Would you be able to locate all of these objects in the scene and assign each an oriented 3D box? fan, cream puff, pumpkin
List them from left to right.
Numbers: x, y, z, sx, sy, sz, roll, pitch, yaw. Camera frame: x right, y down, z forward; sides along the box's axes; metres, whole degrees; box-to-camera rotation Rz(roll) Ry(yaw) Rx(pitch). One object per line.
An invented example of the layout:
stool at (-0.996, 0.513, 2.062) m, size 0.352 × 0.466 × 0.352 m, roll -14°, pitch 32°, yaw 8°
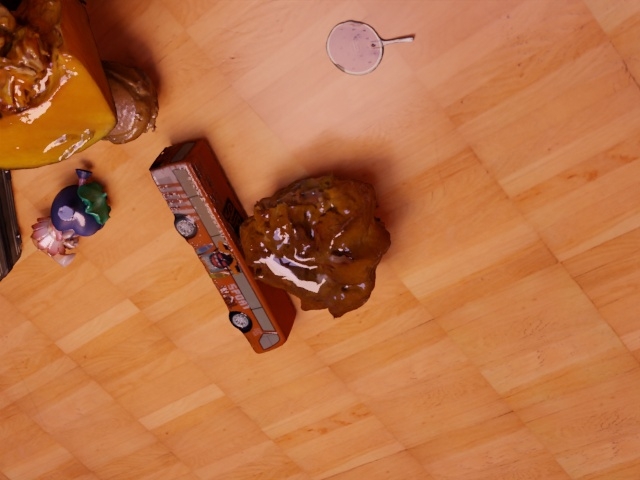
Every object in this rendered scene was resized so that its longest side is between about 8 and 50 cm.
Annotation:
pumpkin at (-0.441, -0.241, 1.221) m, size 0.303 × 0.226 × 0.256 m, roll -10°, pitch 147°, yaw -24°
cream puff at (-0.318, -0.219, 1.393) m, size 0.143 × 0.103 × 0.126 m, roll 9°, pitch 114°, yaw 11°
cream puff at (0.000, 0.000, 1.429) m, size 0.241 × 0.155 × 0.269 m, roll 36°, pitch 135°, yaw -4°
fan at (0.071, -0.280, 1.284) m, size 0.133 × 0.005 × 0.085 m, roll -6°, pitch 123°, yaw 23°

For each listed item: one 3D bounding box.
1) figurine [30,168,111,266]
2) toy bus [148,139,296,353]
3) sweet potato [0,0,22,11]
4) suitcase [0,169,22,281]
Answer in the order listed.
figurine at (-0.441, -0.031, 1.568) m, size 0.102 × 0.112 × 0.195 m, roll 29°, pitch 131°, yaw -31°
toy bus at (-0.159, 0.020, 1.527) m, size 0.092 × 0.093 × 0.409 m, roll -12°, pitch 122°, yaw 24°
sweet potato at (-0.436, -0.448, 1.246) m, size 0.130 × 0.130 × 0.423 m, roll 31°, pitch 125°, yaw -6°
suitcase at (-0.660, -0.066, 1.599) m, size 0.202 × 0.128 × 0.312 m, roll 13°, pitch 129°, yaw 9°
